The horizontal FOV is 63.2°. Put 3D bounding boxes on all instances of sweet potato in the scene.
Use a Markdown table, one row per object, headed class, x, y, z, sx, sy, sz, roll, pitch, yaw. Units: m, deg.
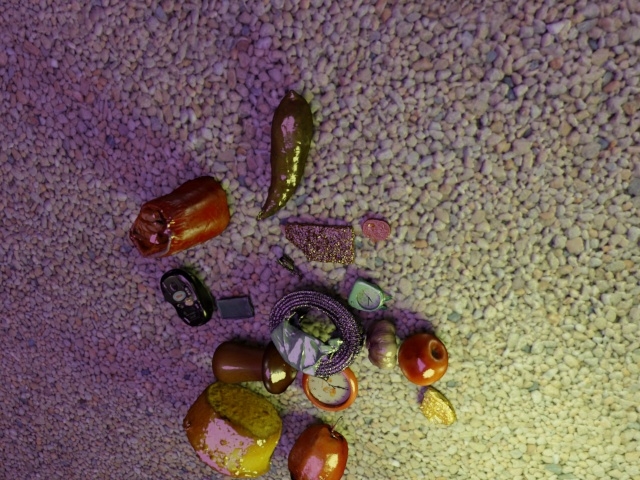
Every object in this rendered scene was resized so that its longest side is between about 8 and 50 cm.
| class | x | y | z | sx | sy | sz | roll | pitch | yaw |
| --- | --- | --- | --- | --- | --- | --- | --- | --- | --- |
| sweet potato | -0.105 | -0.252 | 1.596 | 0.130 | 0.130 | 0.423 | 20 | 118 | 9 |

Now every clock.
| class | x | y | z | sx | sy | sz | roll | pitch | yaw |
| --- | --- | --- | --- | --- | --- | --- | --- | --- | --- |
| clock | 0.164 | 0.187 | 1.709 | 0.135 | 0.041 | 0.101 | 23 | 113 | 7 |
| clock | 0.033 | 0.514 | 1.852 | 0.205 | 0.051 | 0.205 | 5 | 108 | 15 |

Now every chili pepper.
| class | x | y | z | sx | sy | sz | roll | pitch | yaw |
| --- | --- | --- | --- | --- | --- | --- | --- | --- | --- |
| chili pepper | -0.463 | -0.073 | 1.666 | 0.251 | 0.305 | 0.229 | -5 | 101 | 28 |

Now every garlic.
| class | x | y | z | sx | sy | sz | roll | pitch | yaw |
| --- | --- | --- | --- | --- | --- | --- | --- | --- | --- |
| garlic | 0.195 | 0.336 | 1.694 | 0.102 | 0.147 | 0.159 | 0 | 93 | -7 |

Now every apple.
| class | x | y | z | sx | sy | sz | roll | pitch | yaw |
| --- | --- | --- | --- | --- | --- | --- | --- | --- | --- |
| apple | 0.330 | 0.377 | 1.662 | 0.163 | 0.163 | 0.139 | 43 | 126 | -1 |

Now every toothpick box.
| class | x | y | z | sx | sy | sz | roll | pitch | yaw |
| --- | --- | --- | --- | --- | --- | --- | --- | --- | --- |
| toothpick box | -0.224 | 0.436 | 1.835 | 0.294 | 0.192 | 0.192 | -1 | 108 | 24 |

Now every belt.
| class | x | y | z | sx | sy | sz | roll | pitch | yaw |
| --- | --- | --- | --- | --- | --- | --- | --- | --- | --- |
| belt | -0.018 | 0.301 | 1.714 | 0.324 | 0.122 | 0.260 | 32 | 87 | 9 |

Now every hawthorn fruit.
| class | x | y | z | sx | sy | sz | roll | pitch | yaw |
| --- | --- | --- | --- | --- | --- | --- | --- | --- | --- |
| hawthorn fruit | 0.007 | 0.756 | 1.871 | 0.211 | 0.211 | 0.299 | 27 | 101 | 6 |

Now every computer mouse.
| class | x | y | z | sx | sy | sz | roll | pitch | yaw |
| --- | --- | --- | --- | --- | --- | --- | --- | --- | --- |
| computer mouse | -0.475 | 0.198 | 1.871 | 0.137 | 0.096 | 0.233 | -19 | 106 | 26 |

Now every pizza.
| class | x | y | z | sx | sy | sz | roll | pitch | yaw |
| --- | --- | --- | --- | --- | --- | --- | --- | --- | --- |
| pizza | 0.396 | 0.569 | 1.774 | 0.099 | 0.036 | 0.160 | -39 | 94 | 23 |

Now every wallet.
| class | x | y | z | sx | sy | sz | roll | pitch | yaw |
| --- | --- | --- | --- | --- | --- | --- | --- | --- | --- |
| wallet | -0.305 | 0.243 | 1.872 | 0.129 | 0.026 | 0.088 | -7 | 110 | 17 |

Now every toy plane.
| class | x | y | z | sx | sy | sz | roll | pitch | yaw |
| --- | --- | --- | --- | --- | --- | --- | --- | --- | --- |
| toy plane | -0.102 | 0.090 | 1.751 | 0.031 | 0.049 | 0.120 | -38 | 112 | 24 |

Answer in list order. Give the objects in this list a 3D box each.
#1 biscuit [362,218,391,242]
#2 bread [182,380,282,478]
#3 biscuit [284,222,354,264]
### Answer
| class | x | y | z | sx | sy | sz | roll | pitch | yaw |
| --- | --- | --- | --- | --- | --- | --- | --- | --- | --- |
| biscuit | 0.177 | -0.031 | 1.644 | 0.091 | 0.015 | 0.078 | 14 | 113 | 12 |
| bread | -0.299 | 0.664 | 1.850 | 0.358 | 0.337 | 0.204 | 31 | 106 | -4 |
| biscuit | -0.004 | 0.011 | 1.705 | 0.236 | 0.026 | 0.131 | 4 | 108 | 14 |
